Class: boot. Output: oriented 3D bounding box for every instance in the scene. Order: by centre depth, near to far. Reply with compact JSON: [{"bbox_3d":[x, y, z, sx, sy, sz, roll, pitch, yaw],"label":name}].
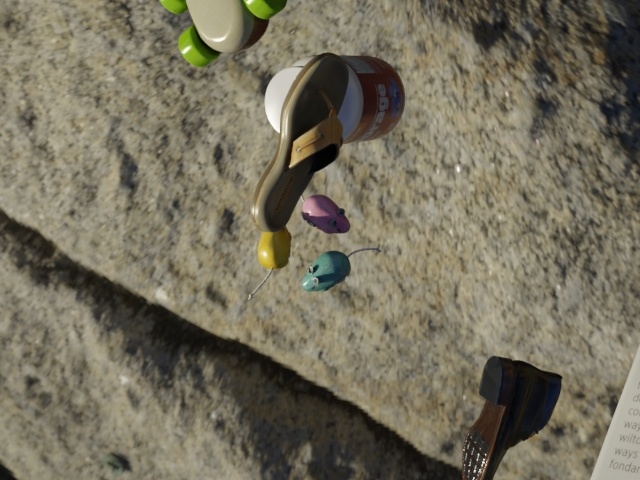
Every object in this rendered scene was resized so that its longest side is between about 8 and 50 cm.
[{"bbox_3d":[0.269,0.273,1.376,0.106,0.082,0.219,8,103,-16],"label":"boot"}]

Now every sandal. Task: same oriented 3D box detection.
[{"bbox_3d":[-0.010,-0.084,0.914,0.049,0.072,0.180,29,103,32],"label":"sandal"}]

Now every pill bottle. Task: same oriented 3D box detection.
[{"bbox_3d":[0.020,-0.186,1.313,0.121,0.216,0.121,6,102,28],"label":"pill bottle"}]

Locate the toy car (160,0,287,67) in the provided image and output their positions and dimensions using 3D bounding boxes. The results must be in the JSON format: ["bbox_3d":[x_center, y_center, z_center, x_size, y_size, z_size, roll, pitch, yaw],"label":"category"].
[{"bbox_3d":[-0.081,-0.315,1.251,0.155,0.188,0.149,-27,84,40],"label":"toy car"}]

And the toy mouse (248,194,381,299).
[{"bbox_3d":[0.000,0.000,1.141,0.143,0.031,0.161,9,71,5],"label":"toy mouse"}]

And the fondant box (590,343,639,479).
[{"bbox_3d":[0.190,0.205,0.351,0.238,0.330,0.096,2,145,44],"label":"fondant box"}]
